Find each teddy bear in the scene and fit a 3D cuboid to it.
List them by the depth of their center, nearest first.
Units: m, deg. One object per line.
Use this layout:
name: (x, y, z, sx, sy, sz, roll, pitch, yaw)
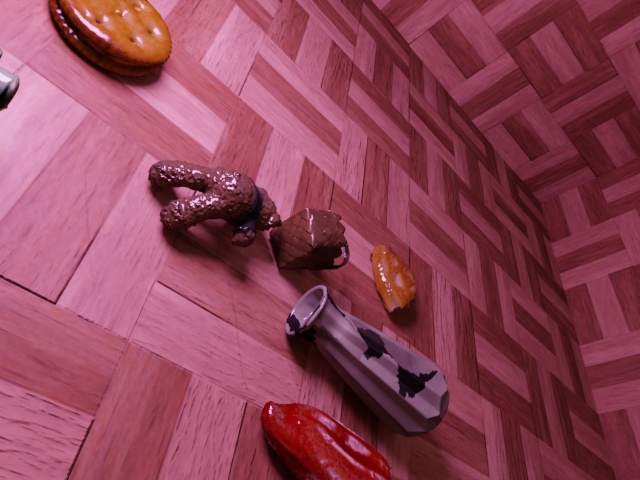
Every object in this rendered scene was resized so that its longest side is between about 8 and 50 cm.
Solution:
teddy bear: (-0.169, -0.073, 0.867, 0.251, 0.129, 0.182, 8, 62, -48)

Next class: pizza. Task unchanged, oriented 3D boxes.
pizza: (0.196, 0.098, 1.260, 0.161, 0.062, 0.182, -2, 62, -44)

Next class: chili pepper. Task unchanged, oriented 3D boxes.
chili pepper: (0.005, 0.351, 0.806, 0.253, 0.136, 0.144, 48, 63, -3)

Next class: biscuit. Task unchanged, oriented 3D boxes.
biscuit: (-0.385, -0.409, 0.895, 0.220, 0.066, 0.220, 31, 43, -35)

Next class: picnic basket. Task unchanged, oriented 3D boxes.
picnic basket: (0.000, 0.000, 1.013, 0.178, 0.137, 0.128, 10, 62, -46)

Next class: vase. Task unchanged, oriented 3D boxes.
vase: (0.098, 0.242, 0.962, 0.360, 0.165, 0.165, 42, 39, -17)

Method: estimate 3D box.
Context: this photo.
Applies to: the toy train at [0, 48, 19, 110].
toy train: (-0.533, -0.240, 0.477, 0.397, 0.160, 0.253, 34, 26, -31)
